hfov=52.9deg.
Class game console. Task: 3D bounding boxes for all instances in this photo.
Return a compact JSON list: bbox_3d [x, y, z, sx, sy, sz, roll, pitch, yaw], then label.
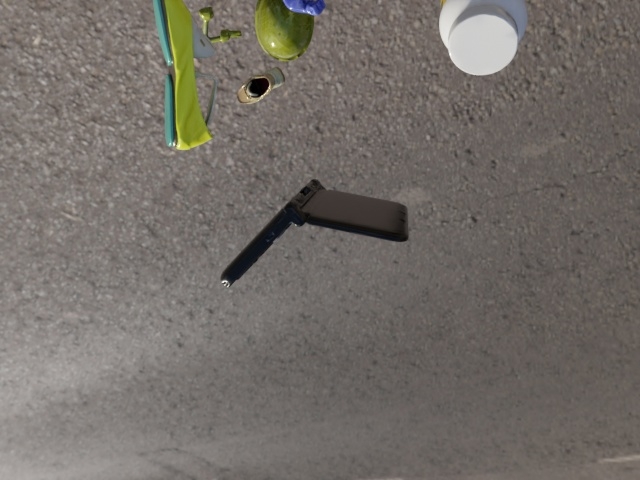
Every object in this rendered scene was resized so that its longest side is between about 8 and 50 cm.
[{"bbox_3d":[0.000,0.000,0.455,0.071,0.122,0.107,44,104,-3],"label":"game console"}]

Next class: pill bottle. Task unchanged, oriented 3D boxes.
[{"bbox_3d":[0.360,-0.519,1.429,0.187,0.334,0.188,7,137,7],"label":"pill bottle"}]

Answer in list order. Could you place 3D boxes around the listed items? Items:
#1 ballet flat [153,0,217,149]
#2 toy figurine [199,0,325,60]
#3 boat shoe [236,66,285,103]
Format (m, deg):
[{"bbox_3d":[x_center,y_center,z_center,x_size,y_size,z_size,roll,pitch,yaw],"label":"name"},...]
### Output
[{"bbox_3d":[-0.181,-0.237,0.879,0.077,0.077,0.231,-9,120,-18],"label":"ballet flat"},{"bbox_3d":[-0.067,-0.375,0.840,0.191,0.217,0.363,2,128,-13],"label":"toy figurine"},{"bbox_3d":[-0.128,-0.302,1.269,0.135,0.045,0.050,-20,104,47],"label":"boat shoe"}]
